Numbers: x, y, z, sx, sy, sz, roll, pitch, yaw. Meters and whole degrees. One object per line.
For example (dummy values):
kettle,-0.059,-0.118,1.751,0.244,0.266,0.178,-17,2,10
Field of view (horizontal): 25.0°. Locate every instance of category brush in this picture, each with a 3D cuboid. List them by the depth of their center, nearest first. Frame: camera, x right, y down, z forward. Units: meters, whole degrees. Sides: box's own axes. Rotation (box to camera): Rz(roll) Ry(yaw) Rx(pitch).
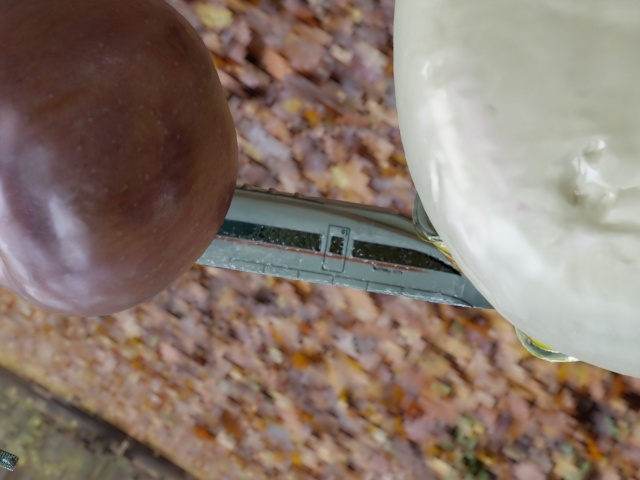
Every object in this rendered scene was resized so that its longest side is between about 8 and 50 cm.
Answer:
brush,-0.350,0.214,1.483,0.084,0.016,0.013,25,154,-13

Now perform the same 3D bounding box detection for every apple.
apple,-0.196,-0.082,1.166,0.306,0.235,0.305,45,159,23

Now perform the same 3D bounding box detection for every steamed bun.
steamed bun,0.202,-0.089,0.746,0.312,0.333,0.233,8,171,21

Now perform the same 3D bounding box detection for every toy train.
toy train,0.000,0.000,1.441,0.407,0.088,0.086,10,-176,3

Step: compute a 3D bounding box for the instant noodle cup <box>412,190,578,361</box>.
instant noodle cup,0.169,-0.020,1.101,0.144,0.182,0.182,36,167,-25
